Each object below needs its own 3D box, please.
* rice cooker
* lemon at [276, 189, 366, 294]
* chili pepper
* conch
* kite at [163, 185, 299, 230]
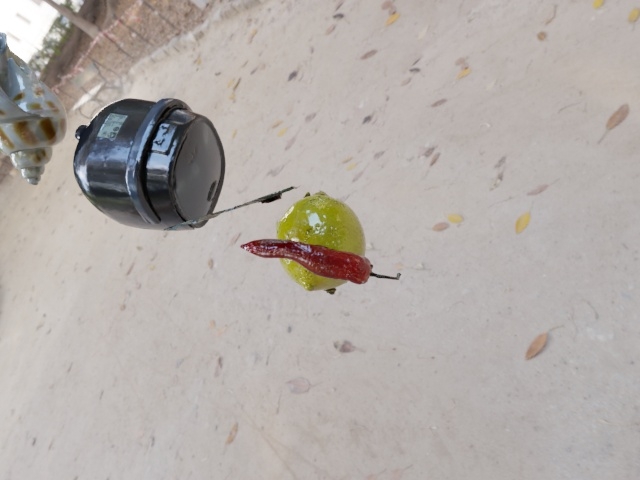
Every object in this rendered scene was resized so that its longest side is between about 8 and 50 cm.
[{"bbox_3d":[-0.334,-0.149,0.824,0.224,0.267,0.267,11,69,10],"label":"rice cooker"},{"bbox_3d":[0.000,0.000,0.800,0.173,0.173,0.206,-19,71,38],"label":"lemon"},{"bbox_3d":[0.004,0.030,0.661,0.059,0.267,0.050,-81,7,-52],"label":"chili pepper"},{"bbox_3d":[-0.606,-0.255,0.819,0.148,0.275,0.183,-25,12,14],"label":"conch"},{"bbox_3d":[-0.116,-0.045,0.574,0.229,0.250,0.012,-15,97,35],"label":"kite"}]
